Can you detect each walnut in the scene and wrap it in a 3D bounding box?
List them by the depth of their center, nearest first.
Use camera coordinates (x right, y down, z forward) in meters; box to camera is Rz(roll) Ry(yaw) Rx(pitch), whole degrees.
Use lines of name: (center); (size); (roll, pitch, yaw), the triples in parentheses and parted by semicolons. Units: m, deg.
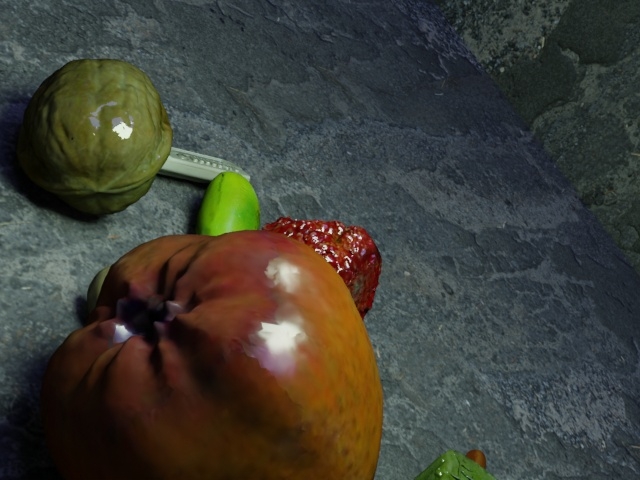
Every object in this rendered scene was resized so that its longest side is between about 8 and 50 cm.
walnut: (-0.376, -0.179, 1.807); (0.282, 0.227, 0.283); (1, 47, -1)

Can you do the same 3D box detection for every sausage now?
sausage: (0.286, 0.447, 2.037); (0.039, 0.041, 0.131); (59, 26, -21)

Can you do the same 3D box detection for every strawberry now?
strawberry: (-0.002, 0.058, 1.967); (0.274, 0.220, 0.274); (48, 16, -19)

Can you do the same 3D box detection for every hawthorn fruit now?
hawthorn fruit: (-0.127, 0.217, 1.466); (0.471, 0.472, 0.472); (31, 33, -23)

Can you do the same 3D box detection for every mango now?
mango: (-0.167, -0.025, 1.978); (0.125, 0.111, 0.233); (33, 37, -35)

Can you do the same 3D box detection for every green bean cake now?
green bean cake: (0.253, 0.492, 1.873); (0.214, 0.113, 0.200); (38, 34, -12)

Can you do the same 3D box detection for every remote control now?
remote control: (-0.244, -0.140, 2.079); (0.230, 0.049, 0.090); (10, 15, -44)

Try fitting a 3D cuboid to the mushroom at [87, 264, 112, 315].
mushroom: (-0.221, 0.102, 1.755); (0.328, 0.122, 0.159); (0, 44, -50)
